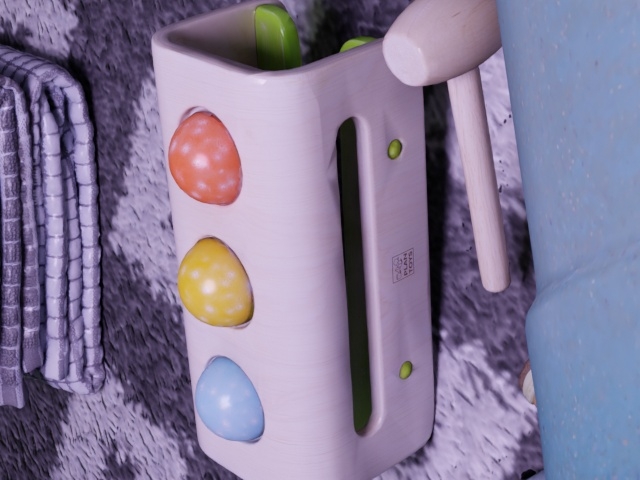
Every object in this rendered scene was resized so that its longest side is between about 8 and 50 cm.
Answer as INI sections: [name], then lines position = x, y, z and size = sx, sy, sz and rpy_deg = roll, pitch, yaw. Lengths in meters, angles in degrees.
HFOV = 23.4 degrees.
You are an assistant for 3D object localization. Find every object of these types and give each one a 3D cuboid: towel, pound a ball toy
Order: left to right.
[towel]
position = -0.291, -0.018, 1.250
size = 0.235, 0.121, 0.284
rpy_deg = 19, 115, 46
[pound a ball toy]
position = 0.000, 0.000, 0.872
size = 0.208, 0.135, 0.319
rpy_deg = 25, 129, 43

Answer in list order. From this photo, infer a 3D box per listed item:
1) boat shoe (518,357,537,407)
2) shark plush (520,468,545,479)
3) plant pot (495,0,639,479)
[boat shoe]
position = 0.174, 0.044, 0.776
size = 0.072, 0.068, 0.190
rpy_deg = 50, 134, 12
[shark plush]
position = 0.136, 0.130, 0.837
size = 0.161, 0.067, 0.073
rpy_deg = 1, 101, 49
[plant pot]
position = 0.201, -0.088, 0.528
size = 0.341, 0.341, 0.334
rpy_deg = -25, 73, 49
